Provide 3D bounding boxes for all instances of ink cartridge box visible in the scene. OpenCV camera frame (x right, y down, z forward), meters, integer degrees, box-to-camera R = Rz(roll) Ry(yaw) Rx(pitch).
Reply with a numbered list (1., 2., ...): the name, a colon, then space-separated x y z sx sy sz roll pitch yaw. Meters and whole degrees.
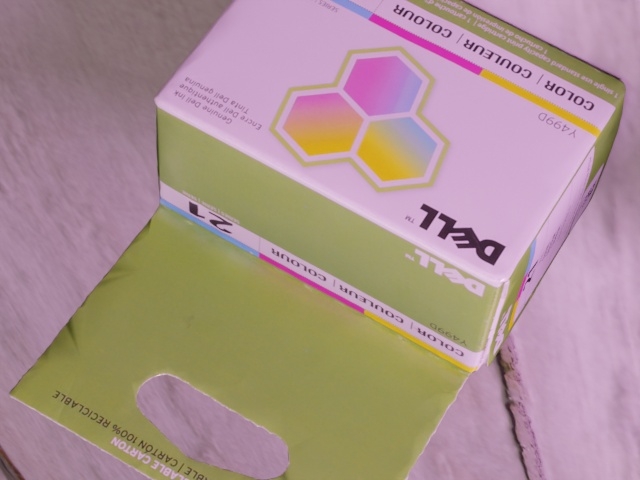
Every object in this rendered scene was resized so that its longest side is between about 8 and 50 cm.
1. ink cartridge box: 0.000 0.000 0.785 0.188 0.255 0.097 28 150 12
